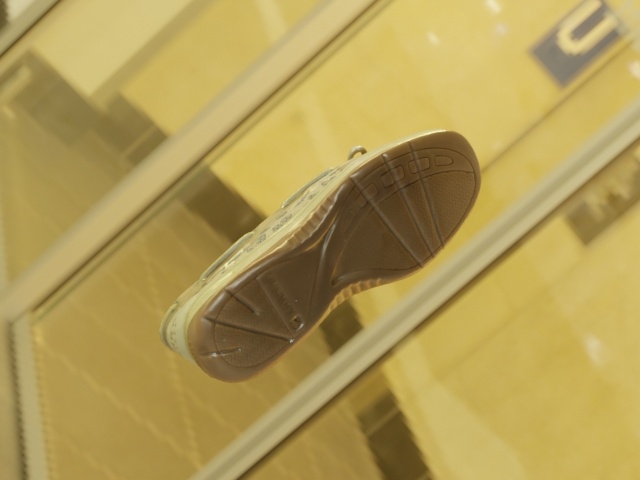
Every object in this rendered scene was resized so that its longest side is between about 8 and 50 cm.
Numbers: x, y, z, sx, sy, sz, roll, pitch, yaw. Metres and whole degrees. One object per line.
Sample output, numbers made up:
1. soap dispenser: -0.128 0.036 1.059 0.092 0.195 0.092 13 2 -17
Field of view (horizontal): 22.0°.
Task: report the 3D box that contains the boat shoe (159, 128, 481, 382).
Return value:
1. boat shoe: 0.000 0.000 1.270 0.089 0.285 0.104 15 -47 58
